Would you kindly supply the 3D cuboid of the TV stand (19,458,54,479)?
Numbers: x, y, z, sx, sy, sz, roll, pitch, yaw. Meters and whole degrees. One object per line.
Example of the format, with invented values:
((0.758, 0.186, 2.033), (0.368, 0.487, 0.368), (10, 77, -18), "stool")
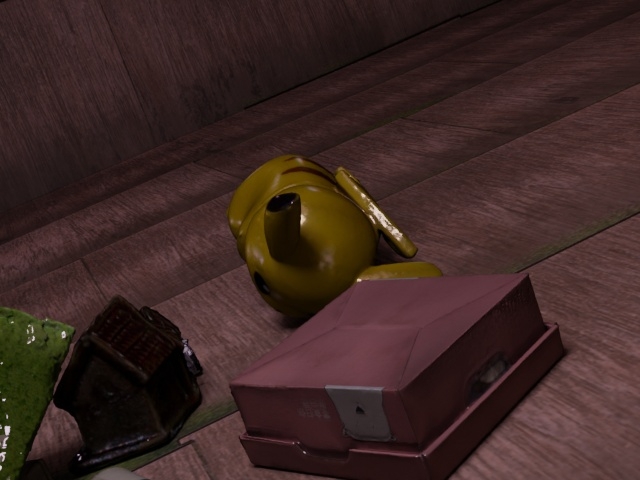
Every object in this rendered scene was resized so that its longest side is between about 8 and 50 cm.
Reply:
((-0.379, 0.262, 1.088), (0.249, 0.036, 0.042), (-14, 19, 24), "TV stand")

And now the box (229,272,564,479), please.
((0.063, 0.110, 0.932), (0.215, 0.086, 0.215), (-4, 23, 45), "box")

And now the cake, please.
((-0.284, 0.186, 0.998), (0.099, 0.235, 0.100), (10, -33, -31), "cake")

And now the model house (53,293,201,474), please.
((-0.198, 0.129, 1.098), (0.106, 0.152, 0.165), (-9, 20, 17), "model house")

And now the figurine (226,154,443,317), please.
((-0.001, -0.002, 1.269), (0.169, 0.218, 0.327), (-60, 18, 14), "figurine")

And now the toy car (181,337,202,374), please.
((-0.159, 0.130, 1.238), (0.025, 0.041, 0.093), (-29, 16, -14), "toy car")

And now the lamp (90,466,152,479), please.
((-0.167, 0.223, 0.776), (0.214, 0.121, 0.121), (1, 24, 26), "lamp")
